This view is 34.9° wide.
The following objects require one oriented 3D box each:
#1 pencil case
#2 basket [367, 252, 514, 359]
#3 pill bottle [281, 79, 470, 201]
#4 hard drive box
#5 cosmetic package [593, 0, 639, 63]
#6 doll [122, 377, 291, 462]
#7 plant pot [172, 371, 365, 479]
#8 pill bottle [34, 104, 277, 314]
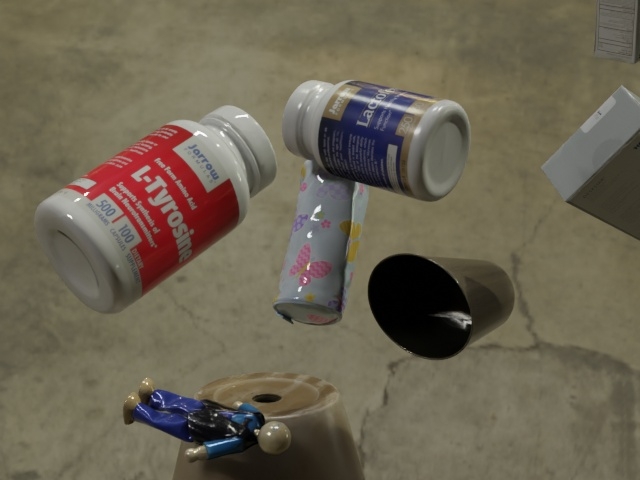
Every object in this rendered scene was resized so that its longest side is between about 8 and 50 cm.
[{"bbox_3d":[0.000,0.000,1.648,0.124,0.113,0.273,-1,66,26],"label":"pencil case"},{"bbox_3d":[0.220,0.100,1.713,0.204,0.154,0.227,35,21,28],"label":"basket"},{"bbox_3d":[0.080,-0.160,1.550,0.264,0.153,0.153,18,38,34],"label":"pill bottle"},{"bbox_3d":[0.497,-0.114,1.613,0.232,0.181,0.089,22,31,-39],"label":"hard drive box"},{"bbox_3d":[0.412,-0.281,1.176,0.239,0.099,0.060,-24,34,-34],"label":"cosmetic package"},{"bbox_3d":[-0.123,0.206,1.136,0.189,0.046,0.129,12,22,13],"label":"doll"},{"bbox_3d":[-0.064,0.330,1.316,0.323,0.280,0.323,0,10,0],"label":"plant pot"},{"bbox_3d":[-0.276,-0.069,1.800,0.229,0.229,0.407,29,53,32],"label":"pill bottle"}]
